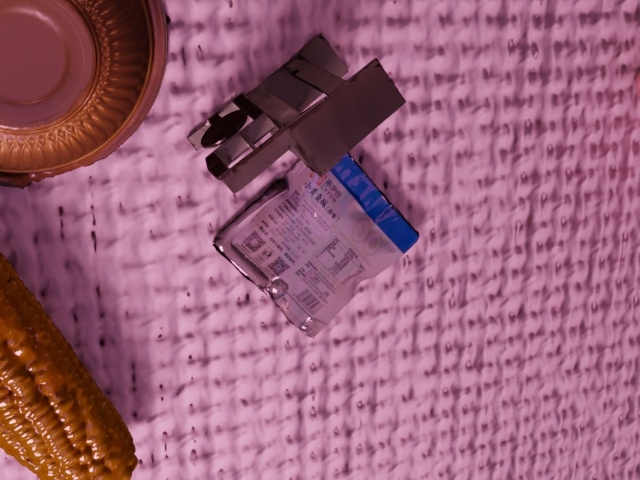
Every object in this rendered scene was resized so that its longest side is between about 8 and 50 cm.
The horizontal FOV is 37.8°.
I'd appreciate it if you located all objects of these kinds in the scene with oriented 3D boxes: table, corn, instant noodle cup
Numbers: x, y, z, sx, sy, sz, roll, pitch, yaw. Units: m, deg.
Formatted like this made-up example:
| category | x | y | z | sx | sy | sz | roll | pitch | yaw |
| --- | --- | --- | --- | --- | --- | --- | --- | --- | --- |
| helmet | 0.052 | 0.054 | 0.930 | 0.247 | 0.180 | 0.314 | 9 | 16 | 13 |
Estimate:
| category | x | y | z | sx | sy | sz | roll | pitch | yaw |
| --- | --- | --- | --- | --- | --- | --- | --- | --- | --- |
| table | -0.029 | -0.111 | 0.878 | 0.175 | 0.146 | 0.062 | -40 | 118 | -2 |
| corn | -0.294 | 0.117 | 0.887 | 0.120 | 0.120 | 0.363 | -35 | 119 | -5 |
| instant noodle cup | -0.259 | -0.167 | 0.803 | 0.274 | 0.091 | 0.273 | -7 | 112 | -17 |

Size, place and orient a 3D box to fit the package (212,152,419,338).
| category | x | y | z | sx | sy | sz | roll | pitch | yaw |
| --- | --- | --- | --- | --- | --- | --- | --- | --- | --- |
| package | 0.000 | 0.000 | 1.002 | 0.173 | 0.027 | 0.171 | -43 | 115 | -1 |

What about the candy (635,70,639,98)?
| category | x | y | z | sx | sy | sz | roll | pitch | yaw |
| --- | --- | --- | --- | --- | --- | --- | --- | --- | --- |
| candy | 0.456 | -0.146 | 1.002 | 0.255 | 0.255 | 0.094 | 28 | 97 | -27 |
